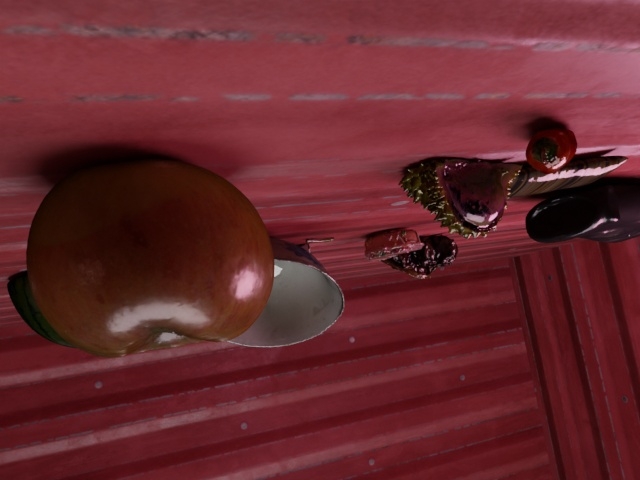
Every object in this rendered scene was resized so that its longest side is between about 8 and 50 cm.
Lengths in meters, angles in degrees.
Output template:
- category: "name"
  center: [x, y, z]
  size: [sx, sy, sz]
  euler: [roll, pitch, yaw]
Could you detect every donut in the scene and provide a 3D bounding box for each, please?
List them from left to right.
- category: "donut"
  center: [0.164, 0.012, 1.342]
  size: [0.116, 0.065, 0.166]
  euler: [-5, 170, -36]

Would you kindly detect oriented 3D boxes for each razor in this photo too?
- category: "razor"
  center: [0.608, -0.059, 1.159]
  size: [0.348, 0.114, 0.204]
  euler: [0, 167, -36]

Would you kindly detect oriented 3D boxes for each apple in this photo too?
- category: "apple"
  center: [-0.174, 0.022, 0.580]
  size: [0.260, 0.194, 0.261]
  euler: [-10, 170, -2]

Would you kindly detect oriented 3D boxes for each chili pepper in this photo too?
- category: "chili pepper"
  center: [0.282, -0.111, 0.654]
  size: [0.059, 0.050, 0.191]
  euler: [-56, 161, 24]

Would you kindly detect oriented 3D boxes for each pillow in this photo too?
- category: "pillow"
  center: [0.372, -0.103, 0.866]
  size: [0.203, 0.038, 0.113]
  euler: [-9, 169, -8]

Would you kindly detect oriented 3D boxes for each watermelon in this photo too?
- category: "watermelon"
  center: [-0.507, 0.153, 1.199]
  size: [0.330, 0.190, 0.331]
  euler: [-15, 173, -2]

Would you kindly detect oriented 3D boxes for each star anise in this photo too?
- category: "star anise"
  center: [0.303, 0.053, 1.592]
  size: [0.220, 0.126, 0.190]
  euler: [-16, 173, 25]

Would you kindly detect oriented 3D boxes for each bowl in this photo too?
- category: "bowl"
  center: [-0.109, 0.083, 1.122]
  size: [0.313, 0.146, 0.314]
  euler: [-2, 139, -2]

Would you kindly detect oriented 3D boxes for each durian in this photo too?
- category: "durian"
  center: [0.194, -0.051, 0.774]
  size: [0.186, 0.108, 0.119]
  euler: [-4, 170, -31]

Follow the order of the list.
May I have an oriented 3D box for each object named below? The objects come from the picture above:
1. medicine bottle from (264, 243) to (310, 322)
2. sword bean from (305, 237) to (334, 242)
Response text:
- category: "medicine bottle"
  center: [-0.099, 0.112, 1.285]
  size: [0.171, 0.201, 0.052]
  euler: [-9, 146, 4]
- category: "sword bean"
  center: [0.000, 0.000, 1.265]
  size: [0.083, 0.012, 0.012]
  euler: [-3, 170, -38]
